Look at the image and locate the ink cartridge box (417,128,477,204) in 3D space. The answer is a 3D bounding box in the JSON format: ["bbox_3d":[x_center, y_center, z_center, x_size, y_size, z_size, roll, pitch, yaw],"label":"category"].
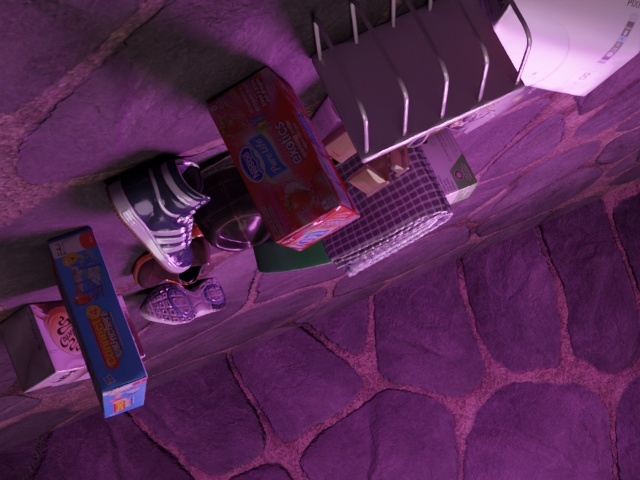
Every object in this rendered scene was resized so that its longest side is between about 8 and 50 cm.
[{"bbox_3d":[0.218,-0.143,2.149,0.219,0.160,0.092,-22,166,-15],"label":"ink cartridge box"}]

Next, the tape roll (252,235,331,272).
[{"bbox_3d":[0.000,0.000,2.238,0.321,0.077,0.321,-13,-174,1],"label":"tape roll"}]

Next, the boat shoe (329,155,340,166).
[{"bbox_3d":[-0.007,-0.166,1.798,0.065,0.075,0.206,-7,-176,25],"label":"boat shoe"}]

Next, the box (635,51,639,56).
[{"bbox_3d":[0.525,-0.393,1.866,0.184,0.103,0.261,-28,167,23],"label":"box"}]

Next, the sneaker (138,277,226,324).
[{"bbox_3d":[-0.370,0.175,2.450,0.129,0.111,0.297,-26,168,29],"label":"sneaker"}]

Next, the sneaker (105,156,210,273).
[{"bbox_3d":[-0.252,-0.044,1.691,0.153,0.099,0.282,-28,148,3],"label":"sneaker"}]

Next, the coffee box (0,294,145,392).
[{"bbox_3d":[-0.562,0.231,2.163,0.119,0.168,0.297,-32,165,26],"label":"coffee box"}]

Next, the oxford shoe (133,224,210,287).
[{"bbox_3d":[-0.329,0.063,2.072,0.097,0.098,0.271,-15,167,-40],"label":"oxford shoe"}]

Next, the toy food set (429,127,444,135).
[{"bbox_3d":[0.250,-0.254,2.078,0.082,0.020,0.083,-31,166,23],"label":"toy food set"}]

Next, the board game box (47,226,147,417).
[{"bbox_3d":[-0.433,0.169,1.844,0.086,0.308,0.302,-19,166,-17],"label":"board game box"}]

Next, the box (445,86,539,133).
[{"bbox_3d":[0.359,-0.311,1.972,0.231,0.056,0.183,-31,166,24],"label":"box"}]

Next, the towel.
[{"bbox_3d":[0.106,-0.090,1.990,0.284,0.235,0.121,-30,163,15],"label":"towel"}]

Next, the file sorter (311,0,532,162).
[{"bbox_3d":[0.145,-0.280,1.401,0.278,0.193,0.173,-25,165,-2],"label":"file sorter"}]

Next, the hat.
[{"bbox_3d":[-0.160,-0.056,1.852,0.331,0.134,0.331,-25,167,-6],"label":"hat"}]

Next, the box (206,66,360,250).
[{"bbox_3d":[-0.057,-0.125,1.485,0.123,0.257,0.128,-30,167,11],"label":"box"}]

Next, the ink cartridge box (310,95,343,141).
[{"bbox_3d":[0.134,-0.267,1.724,0.275,0.060,0.239,-18,165,-29],"label":"ink cartridge box"}]

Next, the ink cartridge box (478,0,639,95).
[{"bbox_3d":[0.429,-0.385,1.527,0.308,0.091,0.385,5,154,-28],"label":"ink cartridge box"}]

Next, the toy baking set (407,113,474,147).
[{"bbox_3d":[0.243,-0.238,1.848,0.256,0.030,0.197,-22,168,-15],"label":"toy baking set"}]

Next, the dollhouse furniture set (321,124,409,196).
[{"bbox_3d":[0.085,-0.194,1.733,0.151,0.123,0.144,32,131,-33],"label":"dollhouse furniture set"}]
